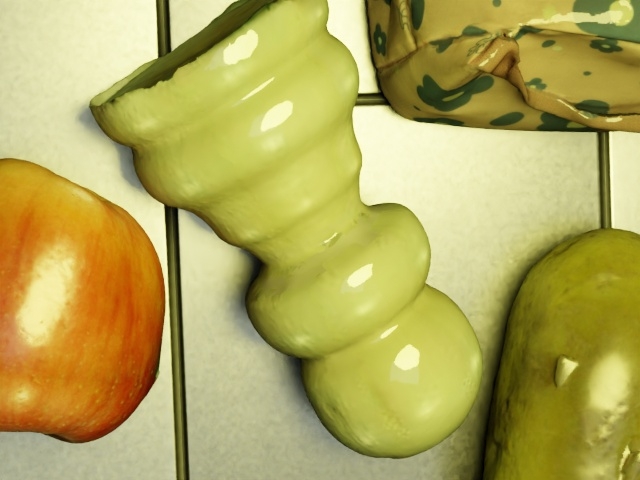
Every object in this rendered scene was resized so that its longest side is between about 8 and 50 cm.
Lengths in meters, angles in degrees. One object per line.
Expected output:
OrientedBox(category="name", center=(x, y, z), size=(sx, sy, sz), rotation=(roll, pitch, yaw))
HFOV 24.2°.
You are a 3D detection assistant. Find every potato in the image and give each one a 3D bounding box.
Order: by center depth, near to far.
OrientedBox(category="potato", center=(0.199, 0.117, 1.060), size=(0.160, 0.111, 0.272), rotation=(11, 78, 11))

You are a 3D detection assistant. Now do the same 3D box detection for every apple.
OrientedBox(category="apple", center=(-0.193, 0.038, 0.994), size=(0.199, 0.199, 0.199), rotation=(0, 93, -10))

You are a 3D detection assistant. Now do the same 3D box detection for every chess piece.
OrientedBox(category="chess piece", center=(0.000, 0.000, 1.030), size=(0.182, 0.182, 0.330), rotation=(-33, 103, -7))

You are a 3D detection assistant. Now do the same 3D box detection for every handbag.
OrientedBox(category="handbag", center=(0.172, -0.169, 1.034), size=(0.251, 0.193, 0.190), rotation=(0, 88, -11))
